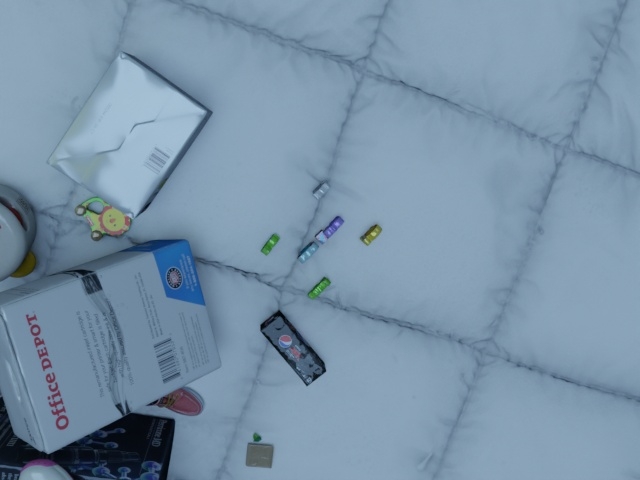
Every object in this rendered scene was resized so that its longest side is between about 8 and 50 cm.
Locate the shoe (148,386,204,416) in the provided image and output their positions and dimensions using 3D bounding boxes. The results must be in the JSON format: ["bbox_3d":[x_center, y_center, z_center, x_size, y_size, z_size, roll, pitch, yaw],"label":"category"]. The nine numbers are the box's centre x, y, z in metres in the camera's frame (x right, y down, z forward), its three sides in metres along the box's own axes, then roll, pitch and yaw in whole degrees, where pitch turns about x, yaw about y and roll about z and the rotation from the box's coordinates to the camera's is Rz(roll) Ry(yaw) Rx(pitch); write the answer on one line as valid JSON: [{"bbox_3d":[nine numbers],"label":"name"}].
[{"bbox_3d":[-0.341,0.348,1.636,0.178,0.081,0.063,30,97,-9],"label":"shoe"}]

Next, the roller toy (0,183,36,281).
[{"bbox_3d":[-0.683,-0.017,1.509,0.210,0.146,0.191,11,109,-12],"label":"roller toy"}]

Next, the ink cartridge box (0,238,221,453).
[{"bbox_3d":[-0.426,0.188,1.456,0.395,0.166,0.285,-22,105,-40],"label":"ink cartridge box"}]

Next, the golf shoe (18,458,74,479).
[{"bbox_3d":[-0.481,0.549,1.337,0.115,0.140,0.306,-12,100,0],"label":"golf shoe"}]

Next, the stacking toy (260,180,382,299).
[{"bbox_3d":[0.000,0.000,1.613,0.167,0.052,0.221,43,95,-10],"label":"stacking toy"}]

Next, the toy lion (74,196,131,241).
[{"bbox_3d":[-0.457,-0.051,1.580,0.096,0.034,0.100,-31,101,-5],"label":"toy lion"}]

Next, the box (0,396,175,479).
[{"bbox_3d":[-0.527,0.499,1.542,0.396,0.293,0.211,10,100,-7],"label":"box"}]

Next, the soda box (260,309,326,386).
[{"bbox_3d":[-0.060,0.239,1.651,0.060,0.053,0.169,-38,102,3],"label":"soda box"}]

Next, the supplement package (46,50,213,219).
[{"bbox_3d":[-0.376,-0.211,1.496,0.204,0.145,0.261,35,97,-9],"label":"supplement package"}]

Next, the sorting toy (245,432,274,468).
[{"bbox_3d":[-0.139,0.484,1.712,0.062,0.012,0.083,7,103,-1],"label":"sorting toy"}]
